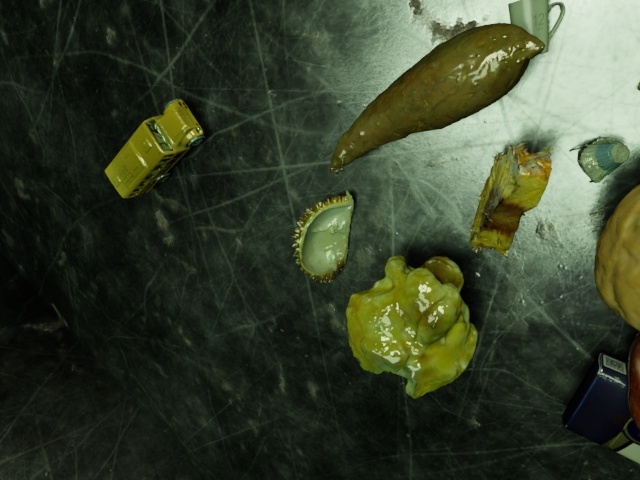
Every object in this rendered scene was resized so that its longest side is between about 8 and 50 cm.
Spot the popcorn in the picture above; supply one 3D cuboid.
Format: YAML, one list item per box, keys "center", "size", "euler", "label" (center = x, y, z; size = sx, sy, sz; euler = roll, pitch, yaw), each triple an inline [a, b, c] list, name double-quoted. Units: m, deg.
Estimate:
- center: [0.179, 0.161, 0.861]
  size: [0.276, 0.225, 0.277]
  euler: [-5, 113, -12]
  label: "popcorn"

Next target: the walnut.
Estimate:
- center: [0.516, 0.016, 0.581]
  size: [0.224, 0.257, 0.257]
  euler: [-3, 114, -2]
  label: "walnut"

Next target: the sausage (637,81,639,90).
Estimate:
- center: [0.513, -0.205, 0.601]
  size: [0.107, 0.031, 0.031]
  euler: [36, 126, 14]
  label: "sausage"

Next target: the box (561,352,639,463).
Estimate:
- center: [0.606, 0.331, 0.760]
  size: [0.259, 0.071, 0.168]
  euler: [21, 121, 22]
  label: "box"

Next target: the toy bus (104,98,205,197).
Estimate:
- center: [-0.455, -0.240, 1.143]
  size: [0.335, 0.123, 0.121]
  euler: [-29, 94, 38]
  label: "toy bus"

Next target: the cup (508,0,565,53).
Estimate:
- center: [0.332, -0.333, 0.654]
  size: [0.054, 0.074, 0.083]
  euler: [31, 139, 64]
  label: "cup"

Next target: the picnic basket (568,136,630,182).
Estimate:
- center: [0.440, -0.129, 0.668]
  size: [0.065, 0.083, 0.083]
  euler: [51, 172, 2]
  label: "picnic basket"

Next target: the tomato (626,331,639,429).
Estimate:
- center: [0.577, 0.234, 0.635]
  size: [0.180, 0.155, 0.214]
  euler: [-9, 82, 26]
  label: "tomato"

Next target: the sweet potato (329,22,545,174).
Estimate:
- center: [0.171, -0.240, 0.739]
  size: [0.422, 0.130, 0.131]
  euler: [-20, 99, 43]
  label: "sweet potato"

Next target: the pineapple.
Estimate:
- center: [0.324, -0.084, 0.719]
  size: [0.079, 0.135, 0.233]
  euler: [11, 147, 5]
  label: "pineapple"

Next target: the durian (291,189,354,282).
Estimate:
- center: [0.000, 0.000, 0.981]
  size: [0.139, 0.144, 0.252]
  euler: [6, 111, 6]
  label: "durian"
